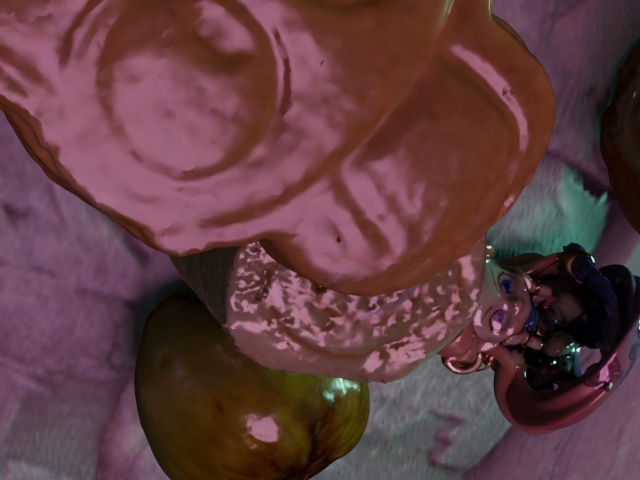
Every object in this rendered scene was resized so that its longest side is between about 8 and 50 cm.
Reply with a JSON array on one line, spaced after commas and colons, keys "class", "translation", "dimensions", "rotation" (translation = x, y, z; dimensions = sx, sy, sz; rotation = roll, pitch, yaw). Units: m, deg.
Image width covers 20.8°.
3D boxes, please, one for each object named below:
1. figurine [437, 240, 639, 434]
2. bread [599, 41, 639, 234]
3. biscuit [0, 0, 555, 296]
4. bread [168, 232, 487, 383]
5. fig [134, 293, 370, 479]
[{"class": "figurine", "translation": [0.121, 0.054, 1.106], "dimensions": [0.157, 0.126, 0.114], "rotation": [13, 172, -5]}, {"class": "bread", "translation": [0.257, -0.045, 0.979], "dimensions": [0.123, 0.244, 0.190], "rotation": [23, 113, -26]}, {"class": "biscuit", "translation": [-0.035, -0.132, 0.787], "dimensions": [0.376, 0.051, 0.269], "rotation": [44, 83, -23]}, {"class": "bread", "translation": [0.000, 0.000, 0.939], "dimensions": [0.148, 0.141, 0.134], "rotation": [-6, 110, -19]}, {"class": "fig", "translation": [-0.042, 0.098, 1.049], "dimensions": [0.136, 0.121, 0.153], "rotation": [-35, 137, 3]}]
